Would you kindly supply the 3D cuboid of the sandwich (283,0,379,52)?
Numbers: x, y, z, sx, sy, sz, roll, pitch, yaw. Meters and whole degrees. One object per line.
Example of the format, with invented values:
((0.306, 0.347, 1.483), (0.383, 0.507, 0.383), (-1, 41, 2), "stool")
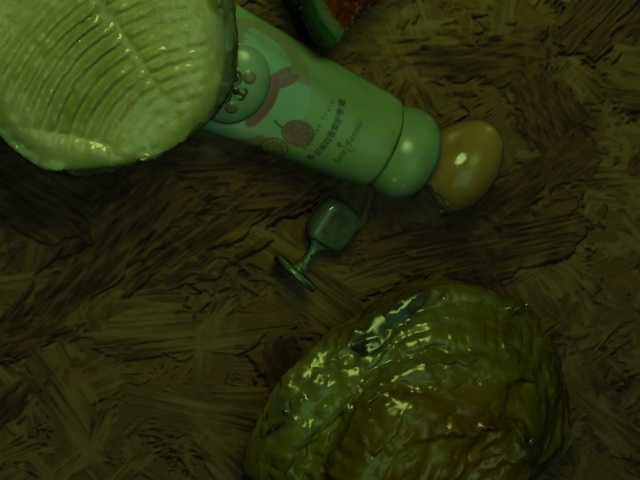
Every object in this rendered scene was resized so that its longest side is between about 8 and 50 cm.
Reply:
((0.020, -0.304, 1.802), (0.159, 0.079, 0.235), (-25, 130, -15), "sandwich")

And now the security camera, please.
((0.000, 0.000, 2.005), (0.092, 0.058, 0.058), (-50, 124, 0), "security camera")

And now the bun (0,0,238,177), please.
((-0.197, -0.192, 1.747), (0.259, 0.152, 0.259), (-3, 114, -7), "bun")

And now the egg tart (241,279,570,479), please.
((0.117, 0.201, 2.106), (0.351, 0.153, 0.339), (32, 104, -33), "egg tart")

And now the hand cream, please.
((-0.028, -0.134, 1.891), (0.306, 0.093, 0.147), (23, 113, -19), "hand cream")

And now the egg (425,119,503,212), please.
((0.141, -0.077, 1.979), (0.096, 0.080, 0.080), (-40, 125, -2), "egg")
